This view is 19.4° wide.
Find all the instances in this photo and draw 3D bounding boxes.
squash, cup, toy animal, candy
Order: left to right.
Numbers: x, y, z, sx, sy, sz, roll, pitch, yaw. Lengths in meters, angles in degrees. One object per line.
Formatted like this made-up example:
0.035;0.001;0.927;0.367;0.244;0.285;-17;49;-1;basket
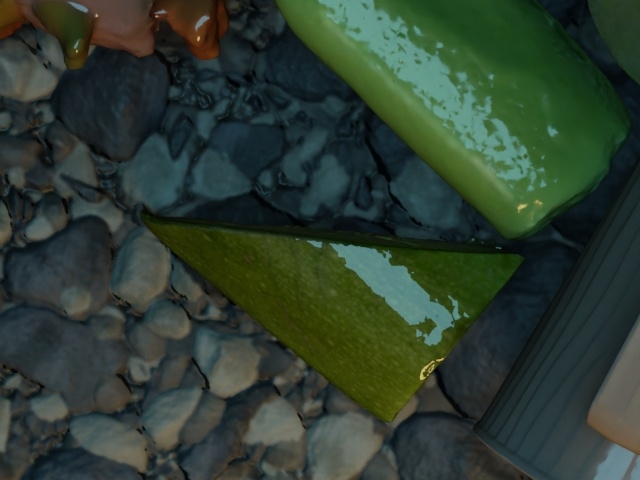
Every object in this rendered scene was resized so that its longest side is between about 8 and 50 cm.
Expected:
-0.208;-0.211;1.359;0.281;0.169;0.195;0;50;12;toy animal
0.000;0.000;1.378;0.252;0.093;0.169;39;99;3;squash
0.068;-0.151;1.326;0.142;0.132;0.343;-43;93;-6;candy
0.237;0.068;1.267;0.208;0.288;0.273;34;94;45;cup

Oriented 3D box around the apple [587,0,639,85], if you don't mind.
0.332;-0.250;1.200;0.360;0.320;0.311;9;61;43;apple
